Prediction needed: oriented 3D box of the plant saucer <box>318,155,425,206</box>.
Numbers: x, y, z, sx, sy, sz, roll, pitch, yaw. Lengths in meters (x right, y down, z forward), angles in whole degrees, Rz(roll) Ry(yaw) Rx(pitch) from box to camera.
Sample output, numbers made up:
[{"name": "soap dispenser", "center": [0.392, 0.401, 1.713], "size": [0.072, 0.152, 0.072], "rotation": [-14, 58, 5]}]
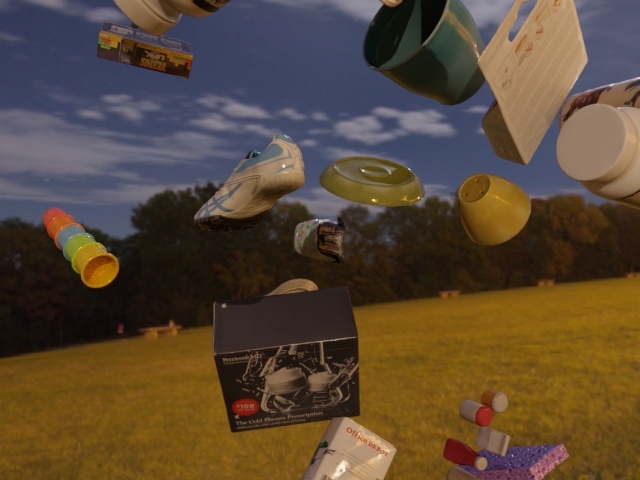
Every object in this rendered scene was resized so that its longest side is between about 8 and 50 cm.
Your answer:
[{"name": "plant saucer", "center": [0.117, -0.140, 1.527], "size": [0.240, 0.037, 0.241], "rotation": [5, 26, -2]}]

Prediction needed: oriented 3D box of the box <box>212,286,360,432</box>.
[{"name": "box", "center": [-0.082, 0.303, 1.726], "size": [0.342, 0.313, 0.179], "rotation": [-7, 39, -3]}]

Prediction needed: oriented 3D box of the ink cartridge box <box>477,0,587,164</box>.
[{"name": "ink cartridge box", "center": [0.437, -0.389, 1.473], "size": [0.091, 0.308, 0.385], "rotation": [26, -10, 39]}]

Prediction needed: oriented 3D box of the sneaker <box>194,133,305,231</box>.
[{"name": "sneaker", "center": [-0.110, -0.079, 1.038], "size": [0.085, 0.086, 0.237], "rotation": [13, -32, -42]}]

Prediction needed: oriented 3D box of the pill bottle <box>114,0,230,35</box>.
[{"name": "pill bottle", "center": [-0.168, -0.467, 1.047], "size": [0.333, 0.188, 0.188], "rotation": [-30, -13, 21]}]

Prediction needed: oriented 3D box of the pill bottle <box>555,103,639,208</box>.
[{"name": "pill bottle", "center": [0.554, -0.142, 1.208], "size": [0.278, 0.162, 0.162], "rotation": [10, -10, -36]}]

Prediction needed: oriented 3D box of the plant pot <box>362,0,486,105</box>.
[{"name": "plant pot", "center": [0.291, -0.481, 1.738], "size": [0.255, 0.272, 0.271], "rotation": [30, -24, -35]}]

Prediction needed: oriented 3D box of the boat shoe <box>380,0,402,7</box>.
[{"name": "boat shoe", "center": [0.183, -0.603, 1.514], "size": [0.096, 0.098, 0.277], "rotation": [-34, 17, 40]}]

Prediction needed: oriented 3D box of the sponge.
[{"name": "sponge", "center": [0.360, 0.437, 1.330], "size": [0.117, 0.031, 0.210], "rotation": [-17, -7, -41]}]

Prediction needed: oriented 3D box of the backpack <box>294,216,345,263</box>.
[{"name": "backpack", "center": [0.000, 0.000, 2.141], "size": [0.115, 0.152, 0.182], "rotation": [-7, -8, 28]}]

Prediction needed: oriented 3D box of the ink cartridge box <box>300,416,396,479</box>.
[{"name": "ink cartridge box", "center": [0.057, 0.552, 1.621], "size": [0.160, 0.220, 0.092], "rotation": [35, -23, -10]}]

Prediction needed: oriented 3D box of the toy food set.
[{"name": "toy food set", "center": [0.308, 0.398, 1.278], "size": [0.111, 0.233, 0.104], "rotation": [22, -8, -27]}]

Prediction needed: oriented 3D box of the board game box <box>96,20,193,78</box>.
[{"name": "board game box", "center": [-0.334, -0.365, 1.308], "size": [0.170, 0.048, 0.141], "rotation": [10, 24, -17]}]

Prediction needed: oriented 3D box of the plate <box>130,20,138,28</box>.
[{"name": "plate", "center": [-0.289, -0.466, 1.263], "size": [0.188, 0.188, 0.024], "rotation": [-6, -39, 42]}]

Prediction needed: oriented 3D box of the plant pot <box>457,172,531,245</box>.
[{"name": "plant pot", "center": [0.309, -0.072, 1.277], "size": [0.134, 0.134, 0.095], "rotation": [-6, -35, 43]}]

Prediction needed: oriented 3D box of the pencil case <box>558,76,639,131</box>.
[{"name": "pencil case", "center": [0.727, -0.270, 1.484], "size": [0.160, 0.184, 0.410], "rotation": [-45, 18, -21]}]

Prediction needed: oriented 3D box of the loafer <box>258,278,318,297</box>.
[{"name": "loafer", "center": [-0.125, 0.204, 2.074], "size": [0.268, 0.092, 0.102], "rotation": [-26, -53, 19]}]

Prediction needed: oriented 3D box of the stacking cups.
[{"name": "stacking cups", "center": [-0.615, 0.000, 1.727], "size": [0.096, 0.096, 0.316], "rotation": [0, 28, -42]}]
